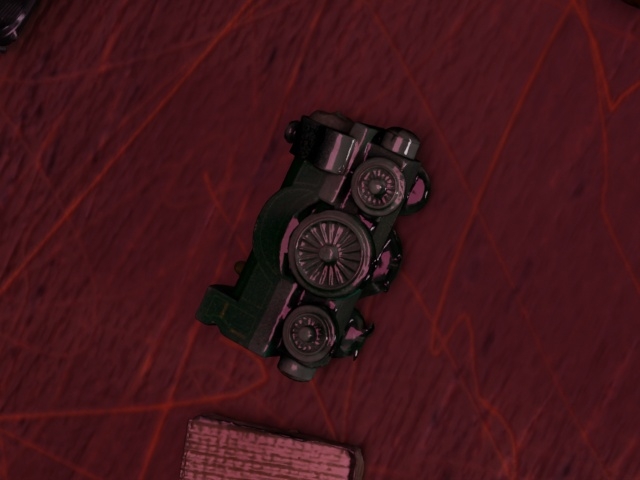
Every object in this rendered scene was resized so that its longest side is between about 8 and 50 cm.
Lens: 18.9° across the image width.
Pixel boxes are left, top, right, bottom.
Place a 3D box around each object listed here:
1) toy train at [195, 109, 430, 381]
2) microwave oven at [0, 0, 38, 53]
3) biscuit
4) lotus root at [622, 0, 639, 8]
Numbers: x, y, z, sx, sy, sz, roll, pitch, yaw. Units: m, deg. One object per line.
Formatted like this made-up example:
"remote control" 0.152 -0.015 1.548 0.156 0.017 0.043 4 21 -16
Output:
"toy train" 0.000 0.000 1.240 0.105 0.071 0.178 28 99 21
"microwave oven" -0.216 -0.238 1.231 0.122 0.162 0.208 34 99 10
"biscuit" -0.042 0.221 1.270 0.121 0.040 0.199 11 93 15
"lotus root" 0.252 -0.181 1.165 0.191 0.094 0.108 16 130 7
